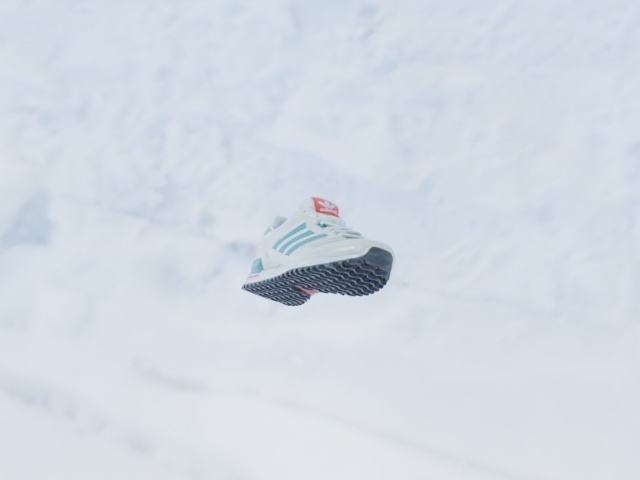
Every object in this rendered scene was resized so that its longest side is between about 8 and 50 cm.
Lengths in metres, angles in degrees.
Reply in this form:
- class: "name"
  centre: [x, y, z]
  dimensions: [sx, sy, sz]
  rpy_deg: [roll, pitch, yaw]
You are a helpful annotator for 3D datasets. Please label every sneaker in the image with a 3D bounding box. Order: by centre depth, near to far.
- class: "sneaker"
  centre: [0.000, 0.000, 1.220]
  dimensions: [0.161, 0.057, 0.075]
  rpy_deg: [-15, 58, 57]
